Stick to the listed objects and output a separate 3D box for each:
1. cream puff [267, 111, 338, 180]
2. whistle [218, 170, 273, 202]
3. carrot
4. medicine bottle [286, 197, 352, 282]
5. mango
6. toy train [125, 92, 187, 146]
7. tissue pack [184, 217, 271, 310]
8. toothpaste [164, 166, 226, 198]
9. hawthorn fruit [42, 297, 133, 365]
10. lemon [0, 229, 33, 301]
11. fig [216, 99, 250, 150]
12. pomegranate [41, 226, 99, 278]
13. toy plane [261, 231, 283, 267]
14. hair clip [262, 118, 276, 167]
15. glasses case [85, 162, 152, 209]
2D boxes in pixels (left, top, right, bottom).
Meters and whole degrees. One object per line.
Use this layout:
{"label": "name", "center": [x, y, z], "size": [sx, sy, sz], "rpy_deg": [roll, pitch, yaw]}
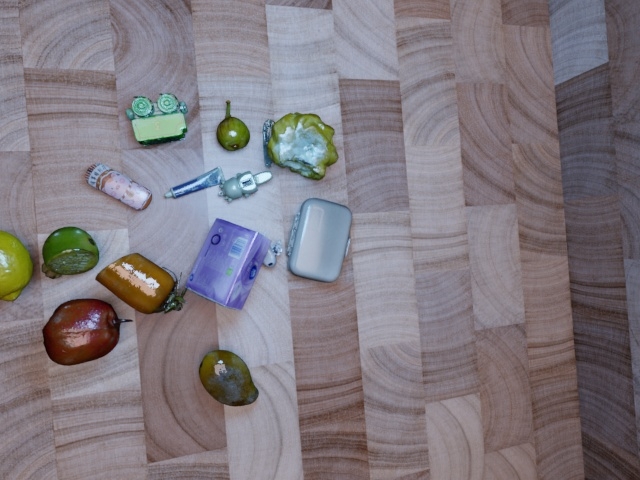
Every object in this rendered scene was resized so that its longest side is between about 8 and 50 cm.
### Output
{"label": "cream puff", "center": [-0.084, -0.429, 1.856], "size": [0.323, 0.270, 0.274], "rpy_deg": [20, 102, -25]}
{"label": "whistle", "center": [-0.334, -0.252, 1.871], "size": [0.253, 0.106, 0.102], "rpy_deg": [-23, 126, -9]}
{"label": "carrot", "center": [-0.700, 0.188, 1.707], "size": [0.331, 0.214, 0.193], "rpy_deg": [39, 116, -8]}
{"label": "medicine bottle", "center": [0.000, 0.000, 1.954], "size": [0.282, 0.123, 0.375], "rpy_deg": [14, 84, -18]}
{"label": "mango", "center": [-0.392, 0.604, 1.823], "size": [0.193, 0.146, 0.316], "rpy_deg": [-42, 114, -12]}
{"label": "toy train", "center": [-0.674, -0.505, 1.761], "size": [0.243, 0.132, 0.188], "rpy_deg": [-14, 98, -14]}
{"label": "tissue pack", "center": [-0.387, 0.104, 1.779], "size": [0.242, 0.160, 0.338], "rpy_deg": [20, 82, 26]}
{"label": "toothpaste", "center": [-0.549, -0.242, 1.837], "size": [0.268, 0.047, 0.069], "rpy_deg": [-25, 83, -19]}
{"label": "hawthorn fruit", "center": [-0.879, 0.340, 1.615], "size": [0.300, 0.254, 0.254], "rpy_deg": [-9, 92, -5]}
{"label": "lemon", "center": [-1.195, 0.094, 1.542], "size": [0.233, 0.233, 0.288], "rpy_deg": [-23, 98, -16]}
{"label": "fig", "center": [-0.397, -0.485, 1.849], "size": [0.142, 0.148, 0.186], "rpy_deg": [-32, 59, -1]}
{"label": "pomegranate", "center": [-0.985, 0.045, 1.653], "size": [0.189, 0.241, 0.159], "rpy_deg": [-6, 55, -38]}
{"label": "toy plane", "center": [-0.253, 0.044, 1.901], "size": [0.174, 0.080, 0.174], "rpy_deg": [0, 97, -1]}
{"label": "hair clip", "center": [-0.237, -0.444, 1.936], "size": [0.066, 0.036, 0.229], "rpy_deg": [5, 81, -21]}
{"label": "glasses case", "center": [-0.831, -0.221, 1.738], "size": [0.266, 0.067, 0.103], "rpy_deg": [29, 80, -15]}
